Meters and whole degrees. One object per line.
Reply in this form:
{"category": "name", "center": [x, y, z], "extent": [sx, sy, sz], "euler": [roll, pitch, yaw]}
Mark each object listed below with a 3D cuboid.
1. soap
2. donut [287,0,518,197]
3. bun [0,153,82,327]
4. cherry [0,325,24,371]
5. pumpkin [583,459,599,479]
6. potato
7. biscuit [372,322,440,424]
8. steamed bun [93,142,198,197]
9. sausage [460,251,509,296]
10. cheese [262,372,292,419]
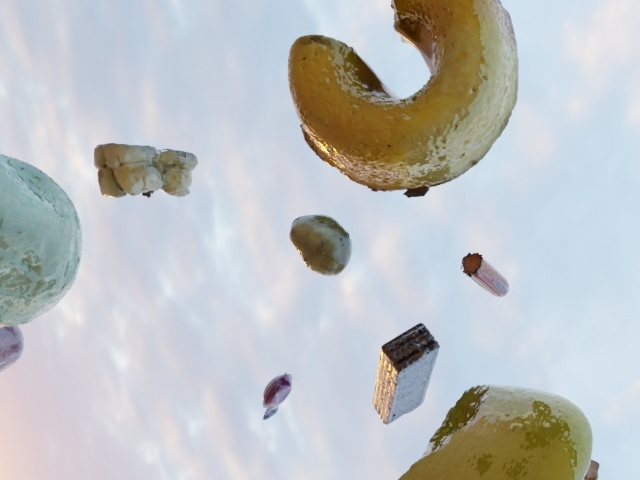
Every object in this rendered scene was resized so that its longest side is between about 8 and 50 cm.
{"category": "soap", "center": [0.291, 0.381, 1.823], "extent": [0.115, 0.306, 0.427], "euler": [50, -22, -20]}
{"category": "donut", "center": [0.155, -0.296, 1.812], "extent": [0.377, 0.435, 0.163], "euler": [46, 2, 23]}
{"category": "bun", "center": [-0.326, 0.017, 0.955], "extent": [0.108, 0.221, 0.221], "euler": [-112, -160, -48]}
{"category": "cherry", "center": [-0.471, 0.139, 1.436], "extent": [0.087, 0.126, 0.106], "euler": [35, -53, 57]}
{"category": "pumpkin", "center": [0.411, 0.559, 2.099], "extent": [0.095, 0.290, 0.258], "euler": [33, -66, 45]}
{"category": "potato", "center": [0.000, 0.000, 1.711], "extent": [0.138, 0.091, 0.070], "euler": [54, -25, 42]}
{"category": "biscuit", "center": [0.180, 0.298, 2.266], "extent": [0.073, 0.107, 0.388], "euler": [54, -16, 23]}
{"category": "steamed bun", "center": [-0.352, -0.131, 2.023], "extent": [0.192, 0.177, 0.106], "euler": [9, -87, 42]}
{"category": "sausage", "center": [0.306, 0.070, 1.893], "extent": [0.145, 0.048, 0.050], "euler": [38, 21, -46]}
{"category": "cheese", "center": [-0.096, 0.337, 2.259], "extent": [0.038, 0.095, 0.145], "euler": [38, -44, 23]}
